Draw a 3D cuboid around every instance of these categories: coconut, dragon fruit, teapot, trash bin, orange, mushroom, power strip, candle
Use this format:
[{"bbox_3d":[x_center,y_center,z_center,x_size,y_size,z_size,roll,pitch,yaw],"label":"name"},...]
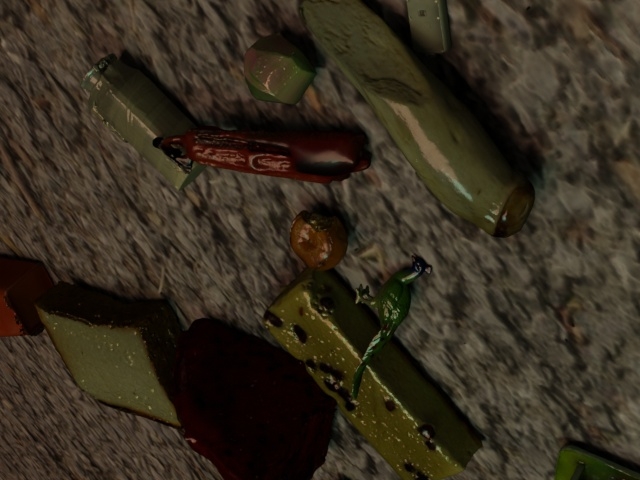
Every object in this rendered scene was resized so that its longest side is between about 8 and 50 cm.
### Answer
[{"bbox_3d":[-0.052,-0.198,0.973,0.083,0.082,0.081,22,122,-36],"label":"coconut"},{"bbox_3d":[-0.101,0.251,1.354,0.330,0.240,0.302,50,173,28],"label":"dragon fruit"},{"bbox_3d":[-0.247,-0.161,1.163,0.200,0.077,0.107,45,139,-2],"label":"teapot"},{"bbox_3d":[-0.664,0.124,1.679,0.238,0.184,0.161,1,124,33],"label":"trash bin"},{"bbox_3d":[0.000,0.000,1.104,0.086,0.062,0.086,4,97,38],"label":"orange"},{"bbox_3d":[0.101,-0.138,0.873,0.087,0.107,0.333,-41,93,6],"label":"mushroom"},{"bbox_3d":[0.110,-0.233,0.853,0.040,0.016,0.090,11,130,33],"label":"power strip"},{"bbox_3d":[-0.082,-0.114,1.050,0.301,0.059,0.084,8,139,18],"label":"candle"}]

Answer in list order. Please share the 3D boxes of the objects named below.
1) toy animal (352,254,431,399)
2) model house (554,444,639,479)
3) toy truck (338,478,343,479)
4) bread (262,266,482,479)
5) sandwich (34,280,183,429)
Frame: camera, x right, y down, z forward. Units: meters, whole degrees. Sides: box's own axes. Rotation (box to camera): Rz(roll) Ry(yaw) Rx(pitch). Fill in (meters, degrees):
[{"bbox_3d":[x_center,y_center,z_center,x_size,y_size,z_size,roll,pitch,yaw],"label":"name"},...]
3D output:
[{"bbox_3d":[0.070,0.106,1.107,0.075,0.041,0.217,37,109,27],"label":"toy animal"},{"bbox_3d":[0.347,0.508,1.055,0.242,0.313,0.358,22,136,28],"label":"model house"},{"bbox_3d":[0.098,0.495,1.429,0.201,0.074,0.088,35,143,12],"label":"toy truck"},{"bbox_3d":[0.067,0.200,1.204,0.361,0.077,0.138,48,138,-4],"label":"bread"},{"bbox_3d":[-0.369,0.218,1.569,0.301,0.099,0.271,7,132,32],"label":"sandwich"}]
